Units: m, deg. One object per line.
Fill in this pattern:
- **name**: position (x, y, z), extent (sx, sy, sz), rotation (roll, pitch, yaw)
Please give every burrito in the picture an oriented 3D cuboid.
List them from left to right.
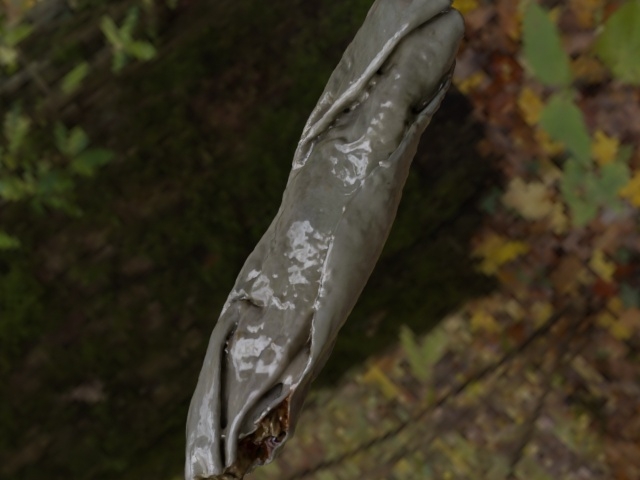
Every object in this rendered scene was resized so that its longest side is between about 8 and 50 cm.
- **burrito**: position (0.000, 0.000, 1.236), extent (0.076, 0.392, 0.117), rotation (23, -178, -20)
